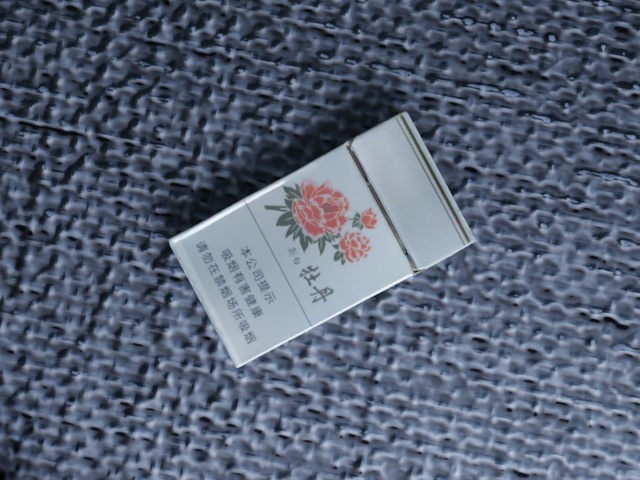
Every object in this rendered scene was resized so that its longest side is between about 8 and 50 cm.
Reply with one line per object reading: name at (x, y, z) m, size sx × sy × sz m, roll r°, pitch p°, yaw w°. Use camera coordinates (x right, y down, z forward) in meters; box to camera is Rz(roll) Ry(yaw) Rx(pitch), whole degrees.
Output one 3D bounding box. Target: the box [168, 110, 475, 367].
box at (0.000, 0.000, 0.451) m, size 0.198 × 0.029 × 0.109 m, roll -28°, pitch 91°, yaw 2°
